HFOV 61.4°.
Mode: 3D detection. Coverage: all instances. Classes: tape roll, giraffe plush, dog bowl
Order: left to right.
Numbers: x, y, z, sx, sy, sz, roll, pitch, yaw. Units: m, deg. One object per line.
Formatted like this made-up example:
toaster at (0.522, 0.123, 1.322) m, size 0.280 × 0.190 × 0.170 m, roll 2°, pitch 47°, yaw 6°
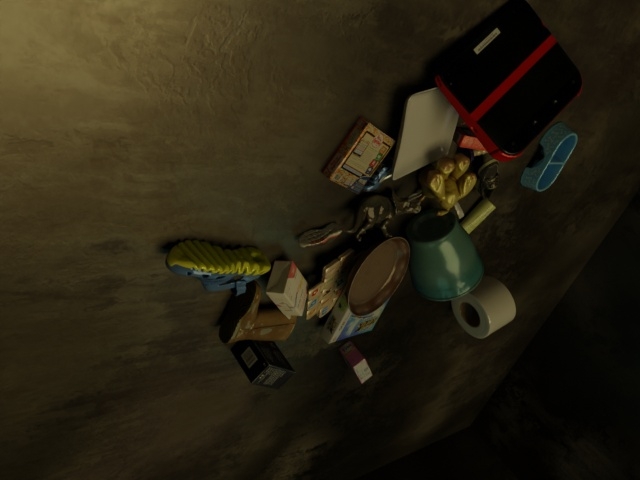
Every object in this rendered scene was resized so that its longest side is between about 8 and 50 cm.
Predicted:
giraffe plush at (0.395, -0.189, 1.782) m, size 0.181 × 0.170 × 0.210 m, roll -20°, pitch 117°, yaw -16°
tape roll at (0.749, 0.307, 2.491) m, size 0.169 × 0.246 × 0.246 m, roll -25°, pitch 139°, yaw -23°
dog bowl at (0.932, -0.329, 2.190) m, size 0.166 × 0.074 × 0.297 m, roll -7°, pitch 130°, yaw -38°

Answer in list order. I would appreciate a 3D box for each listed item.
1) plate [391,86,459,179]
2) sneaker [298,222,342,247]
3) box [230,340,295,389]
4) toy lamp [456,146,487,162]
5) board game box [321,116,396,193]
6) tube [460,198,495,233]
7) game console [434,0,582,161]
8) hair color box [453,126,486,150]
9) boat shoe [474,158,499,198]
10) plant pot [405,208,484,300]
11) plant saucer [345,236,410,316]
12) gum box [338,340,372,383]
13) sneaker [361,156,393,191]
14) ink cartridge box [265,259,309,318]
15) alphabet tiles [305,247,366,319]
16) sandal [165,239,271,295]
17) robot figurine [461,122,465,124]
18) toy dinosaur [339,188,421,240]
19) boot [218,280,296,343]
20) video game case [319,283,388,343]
plate at (0.318, -0.345, 1.626) m, size 0.277 × 0.045 × 0.278 m, roll -26°, pitch 140°, yaw -33°
sneaker at (0.000, 0.000, 1.682) m, size 0.158 × 0.061 × 0.065 m, roll -18°, pitch 142°, yaw -28°
box at (-0.193, 0.406, 1.812) m, size 0.093 × 0.156 × 0.158 m, roll -48°, pitch 143°, yaw 7°
toy lamp at (0.602, -0.325, 1.895) m, size 0.274 × 0.080 × 0.080 m, roll -20°, pitch 137°, yaw -29°
board game box at (0.113, -0.242, 1.562) m, size 0.146 × 0.045 × 0.193 m, roll 20°, pitch 110°, yaw -49°
tube at (0.592, -0.066, 2.155) m, size 0.070 × 0.062 × 0.240 m, roll 39°, pitch 105°, yaw -9°
game console at (0.554, -0.459, 1.561) m, size 0.386 × 0.342 × 0.060 m, roll -44°, pitch -172°, yaw -12°
hair color box at (0.510, -0.332, 1.777) m, size 0.141 × 0.072 × 0.043 m, roll 4°, pitch 124°, yaw -21°
boat shoe at (0.617, -0.221, 1.963) m, size 0.080 × 0.073 × 0.223 m, roll -24°, pitch 159°, yaw -3°
plant pot at (0.430, 0.033, 1.950) m, size 0.271 × 0.271 × 0.255 m, roll -35°, pitch 128°, yaw -11°
plant saucer at (0.188, 0.116, 1.843) m, size 0.310 × 0.050 × 0.311 m, roll -32°, pitch 140°, yaw -32°
gum box at (0.149, 0.513, 2.260) m, size 0.062 × 0.107 × 0.188 m, roll -35°, pitch 142°, yaw -10°
sneaker at (0.174, -0.204, 1.650) m, size 0.144 × 0.053 × 0.059 m, roll -39°, pitch 144°, yaw -19°
ink cartridge box at (-0.094, 0.161, 1.696) m, size 0.198 × 0.067 × 0.115 m, roll 60°, pitch 37°, yaw -52°
alphabet tiles at (0.049, 0.148, 1.850) m, size 0.278 × 0.021 × 0.284 m, roll -35°, pitch 151°, yaw -31°
sandal at (-0.281, 0.087, 1.465) m, size 0.317 × 0.126 × 0.138 m, roll 13°, pitch 120°, yaw -46°
robot figurine at (0.532, -0.405, 1.643) m, size 0.219 × 0.128 × 0.158 m, roll -45°, pitch 104°, yaw -14°
toy dinosaur at (0.169, -0.089, 1.728) m, size 0.313 × 0.121 × 0.160 m, roll -6°, pitch 117°, yaw -33°
boot at (-0.176, 0.227, 1.727) m, size 0.269 × 0.089 × 0.236 m, roll 7°, pitch 121°, yaw -49°
video game case at (0.148, 0.257, 2.030) m, size 0.269 × 0.061 × 0.244 m, roll -6°, pitch 131°, yaw -48°
